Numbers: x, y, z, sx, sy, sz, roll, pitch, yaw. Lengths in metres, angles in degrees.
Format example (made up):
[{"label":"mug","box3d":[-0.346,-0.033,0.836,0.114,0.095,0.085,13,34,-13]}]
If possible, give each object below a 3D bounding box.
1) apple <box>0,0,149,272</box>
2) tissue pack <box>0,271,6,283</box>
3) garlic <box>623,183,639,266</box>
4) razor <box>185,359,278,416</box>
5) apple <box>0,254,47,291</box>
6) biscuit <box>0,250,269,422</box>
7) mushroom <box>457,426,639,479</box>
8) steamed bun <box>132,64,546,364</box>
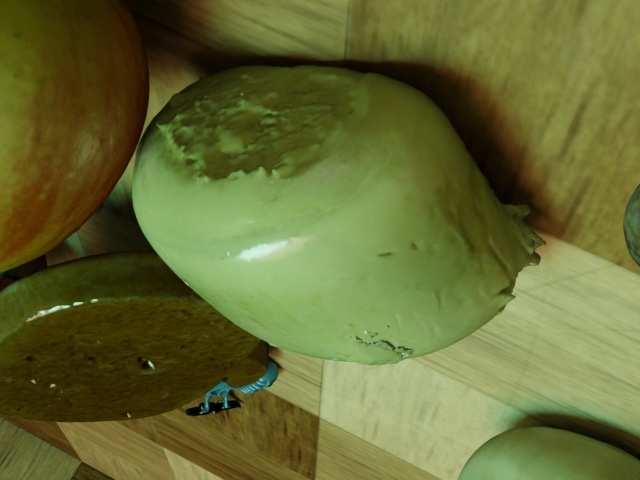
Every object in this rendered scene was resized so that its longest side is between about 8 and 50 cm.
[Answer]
[{"label":"apple","box3d":[-0.261,-0.105,0.684,0.286,0.233,0.286,25,-159,-10]},{"label":"tissue pack","box3d":[-0.405,-0.027,0.933,0.238,0.239,0.305,35,134,-9]},{"label":"garlic","box3d":[0.241,-0.011,0.527,0.159,0.102,0.147,14,138,8]},{"label":"razor","box3d":[-0.112,0.196,1.359,0.082,0.042,0.253,-6,166,-24]},{"label":"apple","box3d":[-0.517,0.059,1.240,0.338,0.305,0.338,23,153,13]},{"label":"biscuit","box3d":[-0.216,0.115,1.147,0.350,0.070,0.394,10,148,-34]},{"label":"mushroom","box3d":[0.236,0.295,0.979,0.246,0.202,0.246,28,146,20]},{"label":"steamed bun","box3d":[0.000,0.000,0.728,0.273,0.166,0.232,10,147,36]}]
